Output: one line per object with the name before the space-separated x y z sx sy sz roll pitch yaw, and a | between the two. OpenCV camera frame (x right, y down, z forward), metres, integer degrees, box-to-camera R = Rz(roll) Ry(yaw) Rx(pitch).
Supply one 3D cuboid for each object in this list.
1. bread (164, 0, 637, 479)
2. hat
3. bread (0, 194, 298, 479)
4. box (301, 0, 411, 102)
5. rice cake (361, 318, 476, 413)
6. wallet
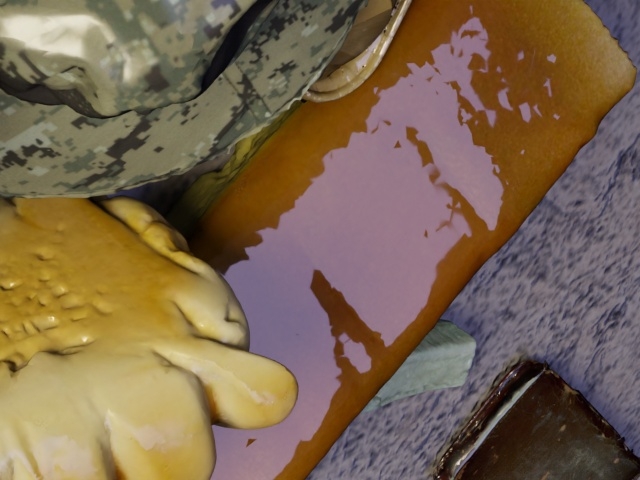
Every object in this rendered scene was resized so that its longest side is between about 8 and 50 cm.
bread | 0.000 0.000 0.827 0.361 0.077 0.138 -49 115 -9
hat | -0.077 -0.113 0.566 0.265 0.128 0.266 -5 112 -12
bread | -0.175 0.083 0.646 0.311 0.173 0.121 -24 143 -28
box | -0.024 -0.127 0.710 0.177 0.111 0.111 14 106 -52
rice cake | -0.005 0.088 0.947 0.245 0.045 0.042 -15 126 -42
wallet | 0.165 0.170 1.221 0.122 0.031 0.232 -49 142 -2
